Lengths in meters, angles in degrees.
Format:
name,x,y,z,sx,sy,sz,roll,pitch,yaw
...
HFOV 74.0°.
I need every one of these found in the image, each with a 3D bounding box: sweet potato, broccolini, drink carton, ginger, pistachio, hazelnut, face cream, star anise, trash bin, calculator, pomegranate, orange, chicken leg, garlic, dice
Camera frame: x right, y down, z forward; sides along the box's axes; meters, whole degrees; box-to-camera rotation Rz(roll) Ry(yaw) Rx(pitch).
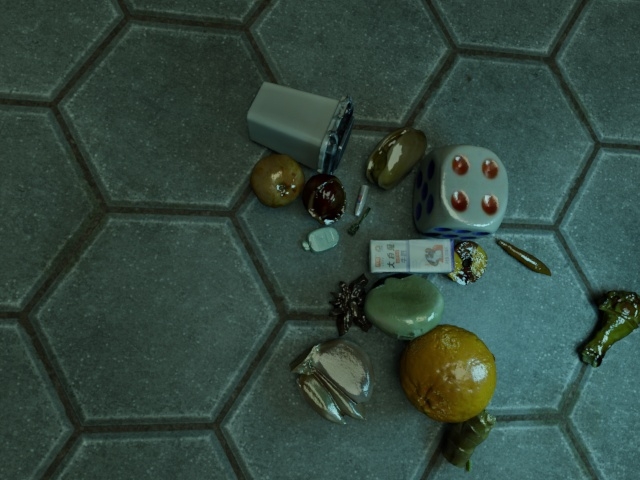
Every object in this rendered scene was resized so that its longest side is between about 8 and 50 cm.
name,x,y,z,sx,sy,sz,roll,pitch,yaw
sweet potato,0.850,0.074,1.761,0.264,0.057,0.057,33,79,-4
broccolini,0.155,-0.079,1.696,0.035,0.030,0.140,34,76,2
drink carton,0.345,0.064,1.634,0.314,0.106,0.131,-1,81,6
ginger,0.536,0.710,1.561,0.116,0.109,0.263,20,109,-8
pistachio,0.304,-0.330,1.693,0.288,0.197,0.166,-47,48,0
hazelnut,0.022,-0.159,1.609,0.170,0.160,0.201,-44,119,8
face cream,0.163,-0.157,1.703,0.034,0.034,0.130,18,81,-6
star anise,0.134,0.251,1.612,0.214,0.099,0.220,-18,85,-8
trash bin,-0.074,-0.434,1.579,0.367,0.296,0.256,22,73,3
calculator,0.000,0.000,1.664,0.153,0.021,0.095,-20,85,-14
pomegranate,-0.160,-0.220,1.583,0.207,0.207,0.207,1,82,-8
orange,0.440,0.473,1.503,0.293,0.340,0.341,-34,88,-43
chicken leg,1.190,0.333,1.736,0.361,0.140,0.211,-37,97,-15
garlic,0.060,0.497,1.552,0.325,0.132,0.279,39,80,1
dice,0.520,-0.171,1.619,0.276,0.304,0.304,6,81,-8

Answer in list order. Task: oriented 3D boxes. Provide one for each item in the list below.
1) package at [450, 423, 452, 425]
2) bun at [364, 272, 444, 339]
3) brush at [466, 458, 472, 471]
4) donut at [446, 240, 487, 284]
name,x,y,z,sx,sy,sz,roll,pitch,yaw
package,0.469,0.669,1.640,0.110,0.015,0.037,33,91,8
bun,0.299,0.252,1.528,0.283,0.283,0.179,-13,127,-10
brush,0.573,0.844,1.638,0.021,0.019,0.083,-1,83,-18
donut,0.575,0.092,1.710,0.166,0.073,0.184,35,80,-1
